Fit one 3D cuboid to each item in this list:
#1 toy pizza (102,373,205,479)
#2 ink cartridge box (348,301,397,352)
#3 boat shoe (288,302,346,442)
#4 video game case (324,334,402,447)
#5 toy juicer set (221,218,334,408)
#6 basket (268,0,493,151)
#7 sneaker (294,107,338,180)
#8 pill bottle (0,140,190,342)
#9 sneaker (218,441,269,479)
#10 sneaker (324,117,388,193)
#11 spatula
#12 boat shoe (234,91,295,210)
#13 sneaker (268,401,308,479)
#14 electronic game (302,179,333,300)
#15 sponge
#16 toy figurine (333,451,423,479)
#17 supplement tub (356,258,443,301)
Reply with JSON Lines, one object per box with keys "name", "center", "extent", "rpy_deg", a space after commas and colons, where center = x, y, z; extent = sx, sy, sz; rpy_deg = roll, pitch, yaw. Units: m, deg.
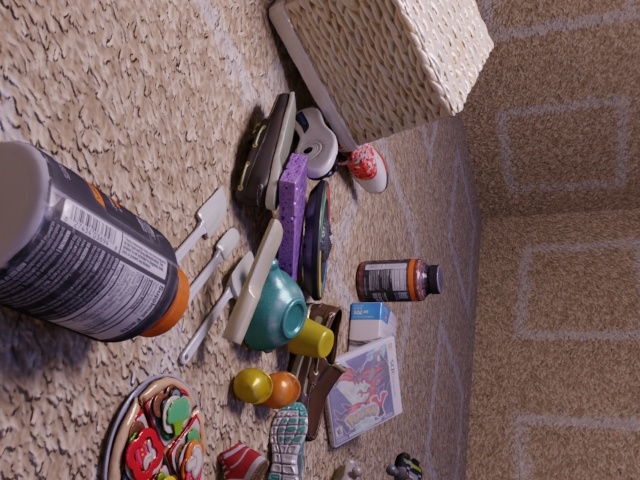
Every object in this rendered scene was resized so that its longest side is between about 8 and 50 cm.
{"name": "toy pizza", "center": [-0.190, 0.266, 0.783], "extent": [0.201, 0.032, 0.201], "rpy_deg": [-3, 90, -68]}
{"name": "ink cartridge box", "center": [0.124, 0.255, 1.507], "extent": [0.139, 0.082, 0.190], "rpy_deg": [45, 48, -59]}
{"name": "boat shoe", "center": [-0.002, 0.240, 1.175], "extent": [0.095, 0.095, 0.257], "rpy_deg": [34, 56, -64]}
{"name": "video game case", "center": [0.091, 0.319, 1.363], "extent": [0.202, 0.023, 0.183], "rpy_deg": [-15, 103, -36]}
{"name": "toy juicer set", "center": [-0.093, 0.140, 1.000], "extent": [0.209, 0.090, 0.328], "rpy_deg": [-57, 145, -29]}
{"name": "basket", "center": [0.132, -0.414, 1.251], "extent": [0.331, 0.267, 0.328], "rpy_deg": [57, 43, -25]}
{"name": "sneaker", "center": [0.004, -0.152, 1.201], "extent": [0.216, 0.079, 0.121], "rpy_deg": [-100, 169, -50]}
{"name": "pill bottle", "center": [-0.224, 0.021, 0.603], "extent": [0.245, 0.131, 0.130], "rpy_deg": [48, 44, -59]}
{"name": "sneaker", "center": [-0.132, 0.350, 0.921], "extent": [0.118, 0.067, 0.042], "rpy_deg": [-55, 150, -10]}
{"name": "sneaker", "center": [0.074, -0.187, 1.441], "extent": [0.145, 0.090, 0.270], "rpy_deg": [-66, 142, -48]}
{"name": "spatula", "center": [-0.160, 0.051, 0.910], "extent": [0.242, 0.019, 0.168], "rpy_deg": [-63, 144, -52]}
{"name": "boat shoe", "center": [-0.087, -0.156, 1.050], "extent": [0.081, 0.069, 0.227], "rpy_deg": [87, 11, -61]}
{"name": "sneaker", "center": [-0.055, 0.363, 1.094], "extent": [0.076, 0.065, 0.166], "rpy_deg": [80, 19, -64]}
{"name": "electronic game", "center": [0.000, 0.000, 1.208], "extent": [0.229, 0.048, 0.229], "rpy_deg": [3, 90, -85]}
{"name": "sponge", "center": [-0.048, -0.030, 1.081], "extent": [0.117, 0.031, 0.209], "rpy_deg": [-76, 172, -59]}
{"name": "toy figurine", "center": [0.121, 0.551, 1.282], "extent": [0.148, 0.213, 0.209], "rpy_deg": [-66, 149, -74]}
{"name": "supplement tub", "center": [0.195, 0.098, 1.551], "extent": [0.106, 0.198, 0.105], "rpy_deg": [-3, 90, -69]}
